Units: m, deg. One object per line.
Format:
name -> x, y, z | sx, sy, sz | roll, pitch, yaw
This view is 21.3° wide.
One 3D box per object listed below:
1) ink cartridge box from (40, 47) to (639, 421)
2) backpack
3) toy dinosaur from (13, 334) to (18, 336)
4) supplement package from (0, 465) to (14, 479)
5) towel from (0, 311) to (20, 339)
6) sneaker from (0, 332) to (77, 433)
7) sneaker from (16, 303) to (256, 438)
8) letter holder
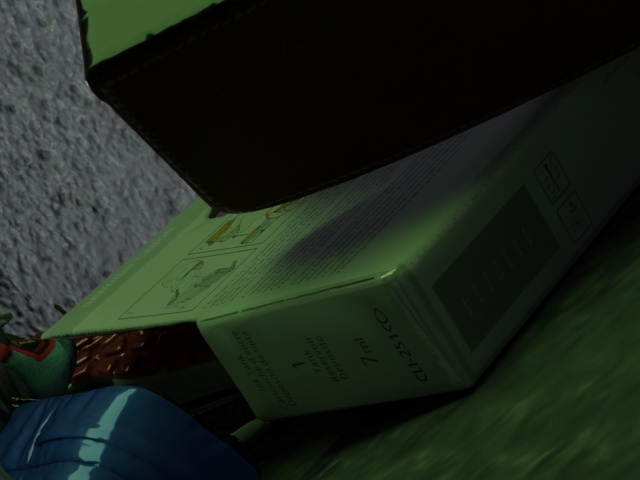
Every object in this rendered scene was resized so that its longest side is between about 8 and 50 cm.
ink cartridge box -> 0.042, -0.026, 0.843 | 0.261, 0.066, 0.296 | -14, 24, 48
backpack -> -0.085, 0.119, 0.713 | 0.120, 0.098, 0.101 | -22, 39, 47
toy dinosaur -> -0.294, 0.191, 1.329 | 0.218, 0.164, 0.322 | -55, 19, 24
supplement package -> -0.221, 0.183, 0.576 | 0.262, 0.198, 0.199 | -44, 6, -29
towel -> -0.360, 0.138, 1.009 | 0.325, 0.038, 0.248 | -27, 3, -41
sneaker -> -0.177, 0.072, 0.816 | 0.125, 0.262, 0.104 | -39, 23, 7
sneaker -> -0.082, 0.084, 0.923 | 0.299, 0.112, 0.121 | -25, 28, 22
letter holder -> 0.071, -0.128, 0.760 | 0.301, 0.214, 0.152 | -25, 50, 15
